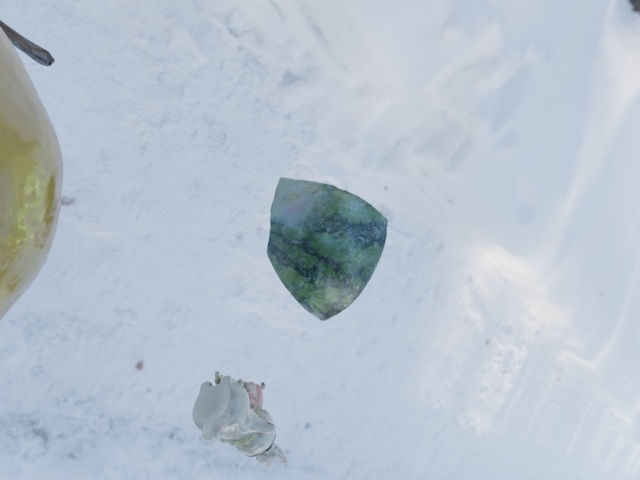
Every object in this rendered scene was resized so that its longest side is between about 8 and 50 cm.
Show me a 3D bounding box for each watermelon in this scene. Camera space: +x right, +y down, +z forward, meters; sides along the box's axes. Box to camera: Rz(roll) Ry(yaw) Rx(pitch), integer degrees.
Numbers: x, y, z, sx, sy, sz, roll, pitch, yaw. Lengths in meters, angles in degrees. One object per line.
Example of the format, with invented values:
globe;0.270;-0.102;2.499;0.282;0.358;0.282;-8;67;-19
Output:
watermelon;0.000;0.000;1.069;0.256;0.176;0.260;-46;116;5

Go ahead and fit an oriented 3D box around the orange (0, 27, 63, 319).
orange;-0.291;-0.037;0.272;0.279;0.235;0.278;-1;98;-8

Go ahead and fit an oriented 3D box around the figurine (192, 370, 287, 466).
figurine;-0.088;0.229;0.666;0.146;0.081;0.098;44;54;-39

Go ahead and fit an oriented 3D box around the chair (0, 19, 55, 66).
chair;-0.460;-0.278;0.513;0.319;0.160;0.186;35;56;-13
